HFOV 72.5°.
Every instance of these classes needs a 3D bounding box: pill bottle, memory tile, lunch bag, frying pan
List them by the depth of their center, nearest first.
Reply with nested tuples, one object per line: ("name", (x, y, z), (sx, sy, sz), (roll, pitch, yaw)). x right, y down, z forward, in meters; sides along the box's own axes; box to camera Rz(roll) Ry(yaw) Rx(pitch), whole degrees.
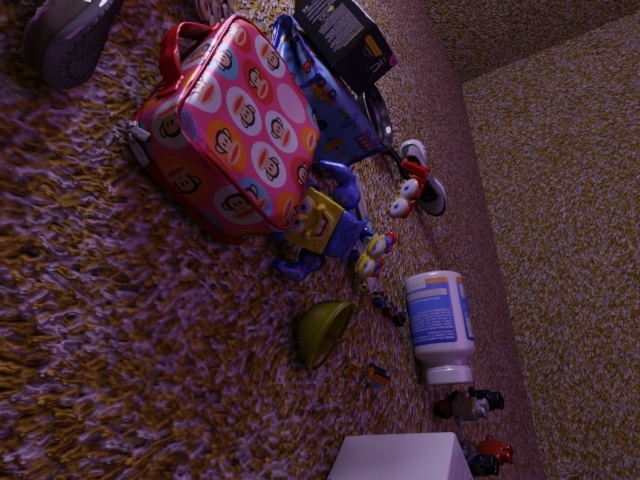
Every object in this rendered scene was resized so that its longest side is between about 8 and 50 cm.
("lunch bag", (-0.120, -0.167, 0.600), (0.258, 0.120, 0.293), (50, 37, -35))
("memory tile", (-0.166, -0.378, 0.696), (0.113, 0.012, 0.147), (66, 21, -64))
("lunch bag", (-0.005, -0.314, 0.889), (0.221, 0.138, 0.293), (37, 36, -44))
("pill bottle", (0.307, 0.226, 1.116), (0.152, 0.152, 0.271), (27, 54, -53))
("frying pan", (0.189, -0.320, 1.285), (0.326, 0.053, 0.197), (49, 37, -40))

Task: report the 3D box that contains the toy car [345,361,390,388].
("toy car", (0.082, 0.257, 0.847), (0.122, 0.060, 0.040), (28, 95, -32))

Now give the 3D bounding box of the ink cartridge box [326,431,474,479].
("ink cartridge box", (0.139, 0.468, 0.653), (0.270, 0.197, 0.198), (66, 30, -12))

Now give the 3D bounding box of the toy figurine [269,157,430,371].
("toy figurine", (0.000, 0.000, 0.727), (0.362, 0.217, 0.191), (-63, 169, 10))

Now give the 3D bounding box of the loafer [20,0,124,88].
("loafer", (-0.260, -0.254, 0.453), (0.088, 0.094, 0.251), (20, 46, -27))

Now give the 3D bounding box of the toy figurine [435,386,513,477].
("toy figurine", (0.398, 0.503, 1.156), (0.210, 0.148, 0.212), (11, 69, -52))

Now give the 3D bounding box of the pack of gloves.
("pack of gloves", (0.078, -0.020, 0.973), (0.195, 0.046, 0.232), (-36, 111, -71))

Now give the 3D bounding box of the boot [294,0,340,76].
("boot", (0.017, -0.502, 1.052), (0.213, 0.077, 0.165), (67, 30, -22))

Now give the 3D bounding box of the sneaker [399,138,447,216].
("sneaker", (0.321, -0.185, 1.402), (0.271, 0.100, 0.108), (58, 33, -20))

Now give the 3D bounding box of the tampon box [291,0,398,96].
("tampon box", (0.048, -0.378, 0.815), (0.120, 0.101, 0.161), (20, 35, -59))

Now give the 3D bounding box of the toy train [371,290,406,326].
("toy train", (0.161, 0.163, 1.023), (0.158, 0.027, 0.036), (46, 50, -41))
